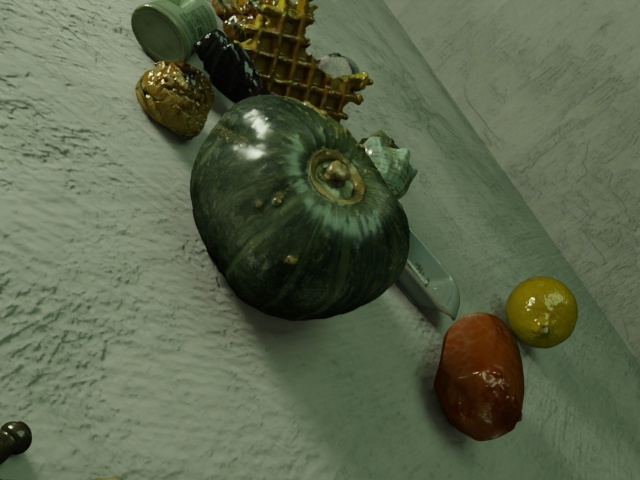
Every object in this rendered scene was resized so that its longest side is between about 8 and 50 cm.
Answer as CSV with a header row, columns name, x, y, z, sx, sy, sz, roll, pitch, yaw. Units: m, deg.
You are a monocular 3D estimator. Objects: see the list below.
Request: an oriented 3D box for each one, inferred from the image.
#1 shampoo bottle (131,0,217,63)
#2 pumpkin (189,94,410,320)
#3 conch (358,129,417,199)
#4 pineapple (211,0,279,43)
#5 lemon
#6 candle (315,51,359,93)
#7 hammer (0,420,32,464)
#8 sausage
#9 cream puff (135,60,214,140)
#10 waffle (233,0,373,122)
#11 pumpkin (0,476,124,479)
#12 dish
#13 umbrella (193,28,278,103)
name,x,y,z,sx,sy,sz,roll,pitch,yaw
shampoo bottle,-0.269,-0.424,1.013,0.118,0.087,0.234,45,29,-21
pumpkin,-0.032,-0.046,0.747,0.291,0.257,0.328,-2,64,-39
conch,0.114,-0.147,1.156,0.203,0.170,0.386,19,33,-3
pineapple,-0.142,-0.483,1.136,0.161,0.158,0.335,54,18,-75
lemon,0.596,0.194,1.407,0.187,0.187,0.244,50,35,-1
candle,0.001,-0.370,1.272,0.068,0.192,0.169,-26,122,-60
hammer,-0.344,0.065,0.437,0.292,0.029,0.058,53,28,8
sausage,0.299,0.245,0.974,0.141,0.153,0.268,67,26,-18
cream puff,-0.229,-0.234,0.848,0.119,0.104,0.133,17,44,-54
waffle,-0.051,-0.348,1.093,0.293,0.260,0.069,51,-5,-28
pumpkin,-0.176,0.267,0.324,0.317,0.139,0.222,40,34,-15
dish,0.212,0.079,1.130,0.234,0.064,0.154,49,30,-1
umbrella,-0.119,-0.257,1.010,0.326,0.094,0.090,52,40,-27
